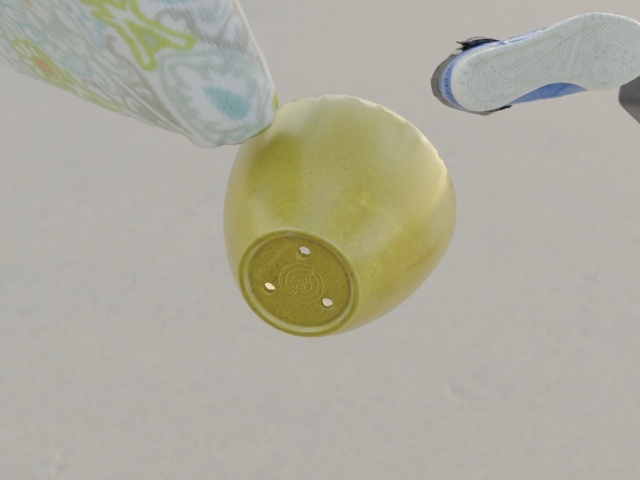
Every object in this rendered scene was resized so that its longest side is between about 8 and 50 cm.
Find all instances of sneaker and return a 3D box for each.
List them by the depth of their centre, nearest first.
[{"bbox_3d":[0.152,-0.125,1.035,0.152,0.058,0.084,-17,11,-14],"label":"sneaker"}]

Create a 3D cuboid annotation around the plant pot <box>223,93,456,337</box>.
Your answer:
[{"bbox_3d":[0.000,0.000,0.806,0.134,0.134,0.095,20,34,6],"label":"plant pot"}]

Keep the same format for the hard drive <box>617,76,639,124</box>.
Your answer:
[{"bbox_3d":[0.421,-0.087,1.466,0.255,0.054,0.172,35,0,-16],"label":"hard drive"}]

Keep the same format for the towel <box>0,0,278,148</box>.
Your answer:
[{"bbox_3d":[-0.209,-0.219,0.783,0.374,0.320,0.090,24,67,38],"label":"towel"}]
